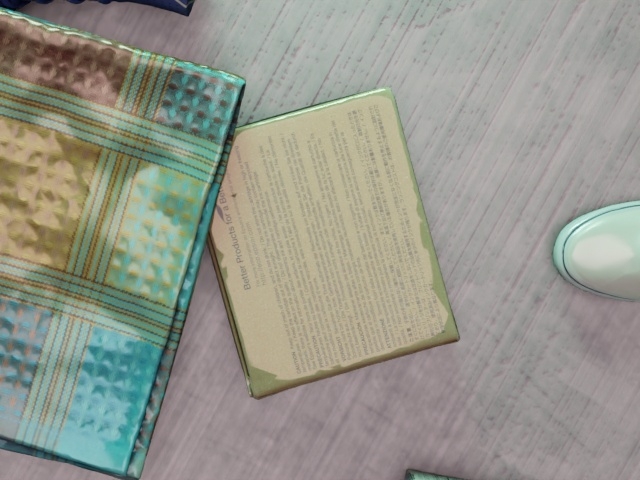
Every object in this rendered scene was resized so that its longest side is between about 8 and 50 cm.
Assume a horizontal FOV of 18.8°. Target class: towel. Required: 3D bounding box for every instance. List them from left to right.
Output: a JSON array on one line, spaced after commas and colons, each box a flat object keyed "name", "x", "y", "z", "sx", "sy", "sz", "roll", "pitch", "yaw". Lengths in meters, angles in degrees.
[{"name": "towel", "x": -0.236, "y": 0.004, "z": 1.637, "sx": 0.271, "sy": 0.040, "sz": 0.370, "roll": 15, "pitch": 99, "yaw": -8}]

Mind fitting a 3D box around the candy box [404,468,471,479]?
[{"name": "candy box", "x": 0.159, "y": 0.307, "z": 1.743, "sx": 0.196, "sy": 0.070, "sz": 0.164, "roll": 10, "pitch": 94, "yaw": -3}]

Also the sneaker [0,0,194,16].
[{"name": "sneaker", "x": -0.263, "y": -0.238, "z": 1.676, "sx": 0.315, "sy": 0.127, "sz": 0.182, "roll": 25, "pitch": 96, "yaw": 3}]

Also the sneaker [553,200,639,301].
[{"name": "sneaker", "x": 0.340, "y": 0.013, "z": 1.722, "sx": 0.258, "sy": 0.091, "sz": 0.094, "roll": 1, "pitch": 94, "yaw": -2}]

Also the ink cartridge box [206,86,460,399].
[{"name": "ink cartridge box", "x": 0.000, "y": 0.000, "z": 1.709, "sx": 0.193, "sy": 0.088, "sz": 0.234, "roll": -15, "pitch": 95, "yaw": 0}]
